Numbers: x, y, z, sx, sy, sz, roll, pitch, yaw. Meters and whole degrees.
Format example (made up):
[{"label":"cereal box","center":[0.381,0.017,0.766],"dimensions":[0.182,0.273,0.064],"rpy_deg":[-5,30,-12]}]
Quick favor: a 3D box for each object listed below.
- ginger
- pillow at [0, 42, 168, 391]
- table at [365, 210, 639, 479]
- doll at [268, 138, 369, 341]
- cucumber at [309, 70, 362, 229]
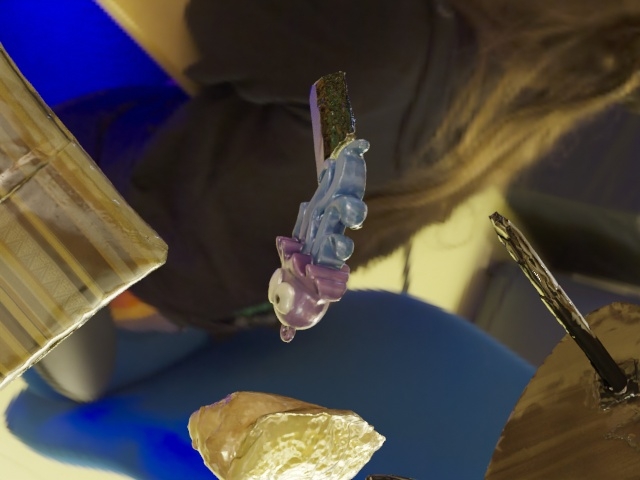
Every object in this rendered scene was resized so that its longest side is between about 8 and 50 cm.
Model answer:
[{"label":"ginger","center":[-0.035,0.192,1.324],"dimensions":[0.193,0.122,0.115],"rpy_deg":[16,101,-45]},{"label":"pillow","center":[-0.246,-0.003,0.936],"dimensions":[0.212,0.052,0.208],"rpy_deg":[-40,101,-7]},{"label":"table","center":[0.209,0.138,1.171],"dimensions":[0.249,0.317,0.317],"rpy_deg":[41,71,-44]},{"label":"doll","center":[0.000,0.000,1.249],"dimensions":[0.067,0.110,0.206],"rpy_deg":[14,105,-25]},{"label":"cucumber","center":[0.017,-0.108,1.437],"dimensions":[0.046,0.220,0.070],"rpy_deg":[1,134,-9]}]
